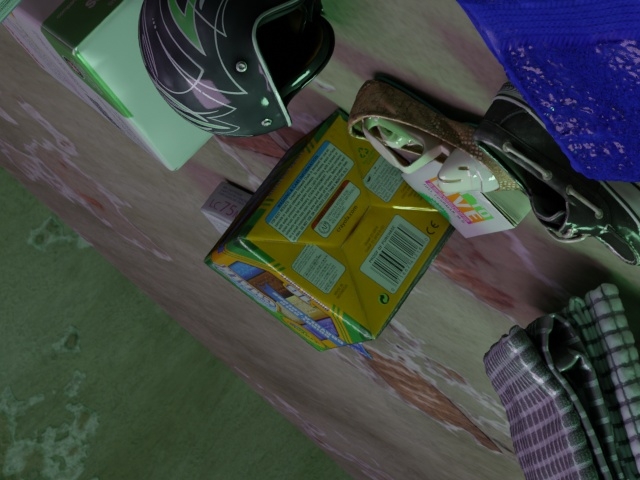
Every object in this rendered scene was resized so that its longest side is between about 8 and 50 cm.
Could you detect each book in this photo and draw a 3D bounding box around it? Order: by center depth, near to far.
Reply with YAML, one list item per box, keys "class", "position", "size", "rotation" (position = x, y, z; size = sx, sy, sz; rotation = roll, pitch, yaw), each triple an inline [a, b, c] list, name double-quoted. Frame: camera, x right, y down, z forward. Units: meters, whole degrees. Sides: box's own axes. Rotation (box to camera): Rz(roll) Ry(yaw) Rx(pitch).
- class: "book"
  position: [0.140, -0.050, 1.419]
  size: [0.096, 0.035, 0.144]
  rotation: [42, 167, -7]

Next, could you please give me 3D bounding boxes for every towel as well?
- class: "towel"
  position: [0.174, -0.140, 0.929]
  size: [0.308, 0.076, 0.228]
  rotation: [44, 165, -29]
- class: "towel"
  position: [0.258, 0.192, 1.485]
  size: [0.283, 0.121, 0.235]
  rotation: [91, 163, -77]

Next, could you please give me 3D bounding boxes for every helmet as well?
- class: "helmet"
  position: [-0.075, -0.172, 1.246]
  size: [0.169, 0.161, 0.169]
  rotation: [34, 166, 9]

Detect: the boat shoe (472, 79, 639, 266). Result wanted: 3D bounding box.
- class: "boat shoe"
  position: [0.205, -0.038, 1.204]
  size: [0.219, 0.070, 0.078]
  rotation: [42, 165, -24]

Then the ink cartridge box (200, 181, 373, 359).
- class: "ink cartridge box"
  position: [-0.029, 0.046, 2.077]
  size: [0.186, 0.065, 0.311]
  rotation: [26, 161, 36]

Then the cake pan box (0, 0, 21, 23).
- class: "cake pan box"
  position: [-0.174, -0.274, 0.983]
  size: [0.070, 0.245, 0.267]
  rotation: [41, 168, -2]

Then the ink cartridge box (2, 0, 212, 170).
- class: "ink cartridge box"
  position: [-0.232, -0.221, 1.485]
  size: [0.278, 0.117, 0.201]
  rotation: [37, 170, 40]

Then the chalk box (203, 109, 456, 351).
- class: "chalk box"
  position: [0.000, 0.000, 1.603]
  size: [0.179, 0.180, 0.289]
  rotation: [38, 165, -8]

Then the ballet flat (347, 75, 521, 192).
- class: "ballet flat"
  position: [0.110, -0.079, 1.306]
  size: [0.206, 0.067, 0.073]
  rotation: [27, 163, 31]
